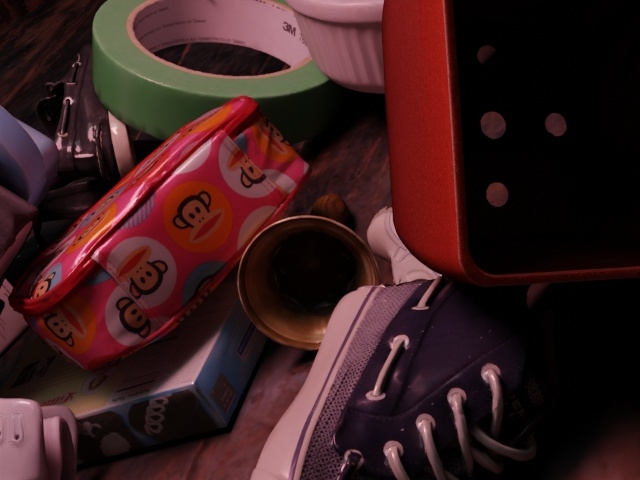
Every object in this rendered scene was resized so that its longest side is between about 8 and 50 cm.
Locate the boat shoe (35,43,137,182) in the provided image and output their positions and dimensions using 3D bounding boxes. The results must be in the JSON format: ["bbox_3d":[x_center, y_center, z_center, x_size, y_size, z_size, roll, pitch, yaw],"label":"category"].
[{"bbox_3d":[-0.311,-0.166,1.520,0.113,0.127,0.340,-13,37,-8],"label":"boat shoe"}]

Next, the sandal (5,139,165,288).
[{"bbox_3d":[-0.259,-0.082,1.553,0.445,0.107,0.167,-31,26,10],"label":"sandal"}]

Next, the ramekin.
[{"bbox_3d":[0.095,-0.275,1.345,0.272,0.127,0.273,-9,36,6],"label":"ramekin"}]

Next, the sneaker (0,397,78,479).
[{"bbox_3d":[-0.344,0.158,1.034,0.210,0.366,0.137,-29,-11,-3],"label":"sneaker"}]

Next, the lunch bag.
[{"bbox_3d":[-0.163,-0.004,1.144,0.293,0.120,0.258,-45,13,-18],"label":"lunch bag"}]

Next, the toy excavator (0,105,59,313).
[{"bbox_3d":[-0.387,-0.049,1.281,0.433,0.222,0.445,-55,6,41],"label":"toy excavator"}]

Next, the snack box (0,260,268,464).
[{"bbox_3d":[-0.198,0.132,1.165,0.322,0.060,0.187,-19,29,32],"label":"snack box"}]

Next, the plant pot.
[{"bbox_3d":[0.169,-0.100,0.826,0.267,0.267,0.236,-2,-5,-16],"label":"plant pot"}]

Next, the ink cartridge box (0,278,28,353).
[{"bbox_3d":[-0.483,0.134,1.485,0.148,0.086,0.203,2,44,51],"label":"ink cartridge box"}]

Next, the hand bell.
[{"bbox_3d":[0.000,0.000,1.130,0.126,0.126,0.242,-29,14,14],"label":"hand bell"}]

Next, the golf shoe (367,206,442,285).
[{"bbox_3d":[0.080,0.022,1.008,0.086,0.069,0.176,-49,27,-14],"label":"golf shoe"}]

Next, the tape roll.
[{"bbox_3d":[-0.121,-0.227,1.455,0.321,0.077,0.321,5,35,-4],"label":"tape roll"}]

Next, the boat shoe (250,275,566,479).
[{"bbox_3d":[0.066,0.133,0.761,0.158,0.127,0.340,-16,32,26],"label":"boat shoe"}]
